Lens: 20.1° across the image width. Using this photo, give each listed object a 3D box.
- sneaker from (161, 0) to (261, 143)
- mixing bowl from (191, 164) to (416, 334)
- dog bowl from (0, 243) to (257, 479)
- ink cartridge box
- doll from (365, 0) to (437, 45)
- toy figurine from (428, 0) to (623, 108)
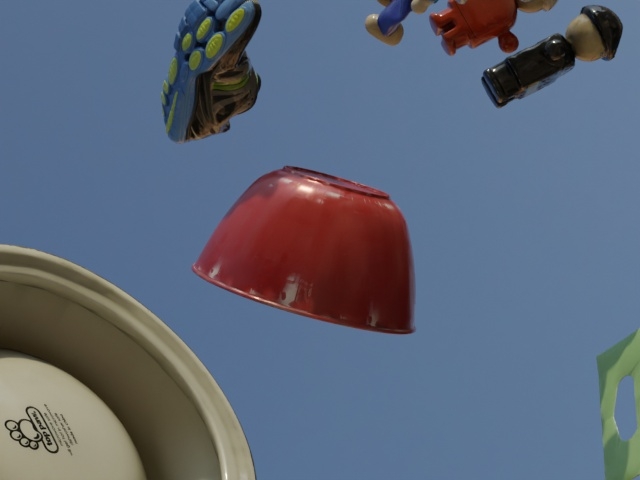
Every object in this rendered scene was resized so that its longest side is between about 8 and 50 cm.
[{"bbox_3d":[-0.086,-0.154,1.573,0.078,0.067,0.188,-7,-31,-24],"label":"sneaker"},{"bbox_3d":[0.000,0.000,1.400,0.181,0.181,0.098,11,-83,-47],"label":"mixing bowl"},{"bbox_3d":[-0.264,0.200,1.712,0.408,0.408,0.150,10,-48,-46],"label":"dog bowl"},{"bbox_3d":[0.321,0.103,1.623,0.056,0.171,0.235,32,-49,-27],"label":"ink cartridge box"},{"bbox_3d":[0.103,-0.253,1.652,0.046,0.189,0.129,25,-117,-15],"label":"doll"},{"bbox_3d":[0.186,-0.262,1.792,0.148,0.213,0.209,-28,-56,-3],"label":"toy figurine"}]
